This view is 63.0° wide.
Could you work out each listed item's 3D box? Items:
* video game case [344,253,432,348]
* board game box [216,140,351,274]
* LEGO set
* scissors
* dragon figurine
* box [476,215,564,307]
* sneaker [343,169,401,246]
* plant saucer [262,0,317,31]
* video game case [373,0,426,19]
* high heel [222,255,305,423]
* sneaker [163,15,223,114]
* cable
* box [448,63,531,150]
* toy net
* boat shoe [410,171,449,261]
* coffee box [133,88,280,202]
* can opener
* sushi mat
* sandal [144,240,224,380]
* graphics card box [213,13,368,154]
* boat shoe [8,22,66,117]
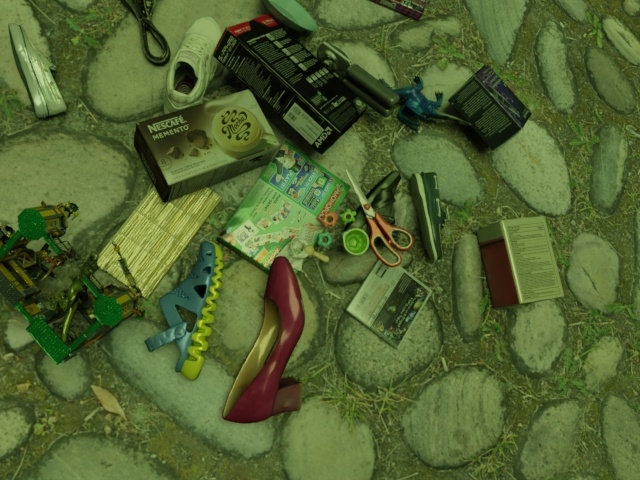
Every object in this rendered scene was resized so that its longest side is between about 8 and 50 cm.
[{"bbox_3d":[0.182,0.159,1.378,0.173,0.022,0.190,37,69,-5],"label":"video game case"},{"bbox_3d":[-0.089,-0.072,1.338,0.214,0.046,0.317,35,70,-7],"label":"board game box"},{"bbox_3d":[-0.502,0.077,1.085,0.331,0.192,0.255,42,106,2],"label":"LEGO set"},{"bbox_3d":[0.120,-0.065,1.332,0.109,0.021,0.297,-41,90,-10],"label":"scissors"},{"bbox_3d":[0.279,-0.375,1.498,0.289,0.085,0.144,39,70,-4],"label":"dragon figurine"},{"bbox_3d":[0.552,0.062,1.454,0.149,0.127,0.232,-6,79,-18],"label":"box"},{"bbox_3d":[0.171,-0.074,1.397,0.130,0.087,0.227,36,73,-8],"label":"sneaker"},{"bbox_3d":[-0.096,-0.630,1.436,0.195,0.037,0.194,30,34,-23],"label":"plant saucer"},{"bbox_3d":[0.226,-0.815,1.609,0.232,0.042,0.210,17,73,-12],"label":"video game case"},{"bbox_3d":[-0.136,0.225,1.192,0.182,0.127,0.376,-1,86,-27],"label":"high heel"},{"bbox_3d":[-0.307,-0.444,1.305,0.114,0.152,0.304,15,72,-11],"label":"sneaker"},{"bbox_3d":[-0.457,-0.594,1.337,0.140,0.072,0.286,-4,79,-12],"label":"cable"},{"bbox_3d":[0.498,-0.390,1.528,0.207,0.108,0.153,46,42,-2],"label":"box"},{"bbox_3d":[0.000,0.000,1.287,0.232,0.045,0.122,-17,92,-16],"label":"toy net"},{"bbox_3d":[0.309,-0.069,1.434,0.079,0.095,0.254,-7,70,-7],"label":"boat shoe"},{"bbox_3d":[-0.275,-0.232,1.268,0.297,0.119,0.168,-25,84,-26],"label":"coffee box"},{"bbox_3d":[0.107,-0.456,1.442,0.283,0.076,0.095,40,56,12],"label":"can opener"},{"bbox_3d":[-0.384,-0.030,1.254,0.152,0.019,0.316,34,70,-5],"label":"sushi mat"},{"bbox_3d":[-0.303,0.148,1.185,0.138,0.126,0.317,14,72,-9],"label":"sandal"},{"bbox_3d":[-0.067,-0.410,1.348,0.371,0.094,0.232,41,37,-4],"label":"graphics card box"},{"bbox_3d":[-0.667,-0.400,1.234,0.076,0.083,0.226,-19,95,-31],"label":"boat shoe"}]
